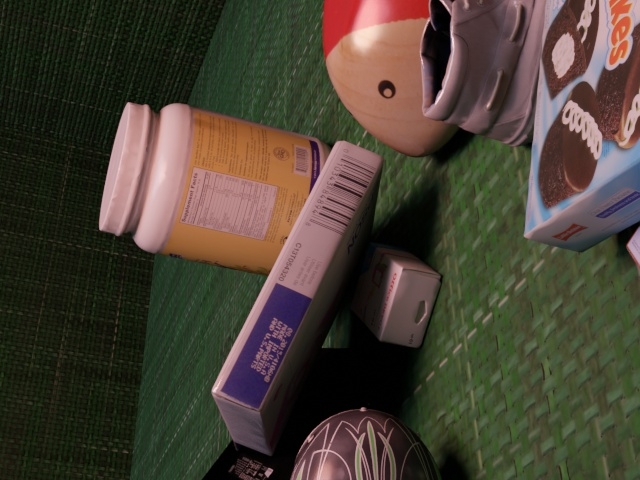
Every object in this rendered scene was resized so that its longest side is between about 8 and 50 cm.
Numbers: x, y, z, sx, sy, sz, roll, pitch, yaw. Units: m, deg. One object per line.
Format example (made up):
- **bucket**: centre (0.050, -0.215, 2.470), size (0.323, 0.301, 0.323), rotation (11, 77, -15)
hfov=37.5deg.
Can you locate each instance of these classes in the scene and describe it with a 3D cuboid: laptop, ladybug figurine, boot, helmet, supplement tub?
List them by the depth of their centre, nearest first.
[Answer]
- **boot**: centre (0.167, -0.226, 0.903), size (0.095, 0.123, 0.259), rotation (157, 124, -69)
- **helmet**: centre (0.044, 0.254, 0.905), size (0.162, 0.169, 0.169), rotation (97, 172, -48)
- **ladybug figurine**: centre (0.104, -0.322, 1.102), size (0.305, 0.161, 0.450), rotation (143, 137, -65)
- **laptop**: centre (-0.003, 0.367, 1.216), size (0.408, 0.236, 0.382), rotation (-52, 12, -16)
- **supplement tub**: centre (-0.164, -0.080, 1.497), size (0.241, 0.331, 0.241), rotation (-168, 90, -73)

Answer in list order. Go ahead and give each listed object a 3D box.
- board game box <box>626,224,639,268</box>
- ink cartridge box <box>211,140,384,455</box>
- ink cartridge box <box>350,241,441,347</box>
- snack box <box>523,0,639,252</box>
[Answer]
- **board game box**: centre (0.275, 0.033, 0.546), size (0.281, 0.027, 0.145), rotation (-101, 28, -53)
- **ink cartridge box**: centre (-0.020, 0.092, 1.153), size (0.330, 0.071, 0.324), rotation (88, -154, -67)
- **ink cartridge box**: centre (0.085, 0.061, 1.088), size (0.122, 0.052, 0.089), rotation (-138, 62, -69)
- **snack box**: centre (0.234, -0.171, 0.710), size (0.187, 0.060, 0.322), rotation (133, 150, -64)
